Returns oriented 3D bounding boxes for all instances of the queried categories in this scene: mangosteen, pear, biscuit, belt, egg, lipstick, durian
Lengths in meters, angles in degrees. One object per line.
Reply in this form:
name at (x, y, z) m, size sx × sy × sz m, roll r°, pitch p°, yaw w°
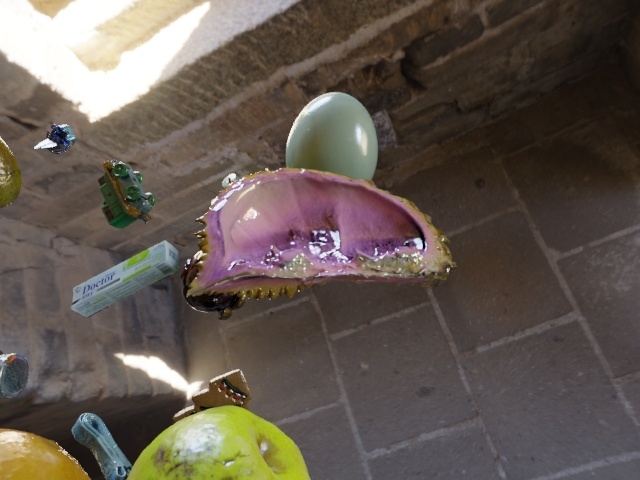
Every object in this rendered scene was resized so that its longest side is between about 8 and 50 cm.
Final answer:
mangosteen at (-0.302, 0.119, 1.394) m, size 0.210 × 0.210 × 0.209 m, roll -6°, pitch 71°, yaw 17°
pear at (-0.209, 0.530, 0.934) m, size 0.392 × 0.391 × 0.390 m, roll -6°, pitch 71°, yaw 17°
biscuit at (-0.347, 0.582, 1.659) m, size 0.278 × 0.043 × 0.301 m, roll 23°, pitch 87°, yaw -20°
belt at (-0.679, 0.671, 1.518) m, size 0.302 × 0.087 × 0.072 m, roll 38°, pitch 90°, yaw 26°
egg at (0.018, -0.143, 0.790) m, size 0.150 × 0.149 × 0.192 m, roll 17°, pitch 116°, yaw 23°
lipstick at (-0.194, -0.110, 1.279) m, size 0.048 × 0.158 × 0.048 m, roll -22°, pitch 44°, yaw 23°
durian at (0.001, -0.001, 0.636) m, size 0.342 × 0.112 × 0.191 m, roll -3°, pitch 49°, yaw -13°

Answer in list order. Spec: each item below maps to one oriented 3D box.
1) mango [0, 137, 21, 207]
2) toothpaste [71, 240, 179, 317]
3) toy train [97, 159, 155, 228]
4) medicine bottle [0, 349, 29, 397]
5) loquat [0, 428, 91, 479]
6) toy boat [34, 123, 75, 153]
mango at (-0.797, -0.207, 1.020) m, size 0.176 × 0.330 × 0.175 m, roll -59°, pitch 25°, yaw 4°
toothpaste at (-0.574, 0.116, 1.414) m, size 0.337 × 0.067 × 0.081 m, roll -26°, pitch 48°, yaw 9°
toy train at (-0.558, -0.127, 1.357) m, size 0.136 × 0.091 × 0.227 m, roll -36°, pitch 74°, yaw 4°
medicine bottle at (-0.849, 0.320, 1.130) m, size 0.294 × 0.141 × 0.141 m, roll -3°, pitch 72°, yaw 7°
loquat at (-0.502, 0.454, 0.728) m, size 0.329 × 0.328 × 0.327 m, roll -6°, pitch 71°, yaw 17°
toy boat at (-0.898, -0.326, 1.605) m, size 0.175 × 0.110 × 0.091 m, roll -10°, pitch 107°, yaw 48°
